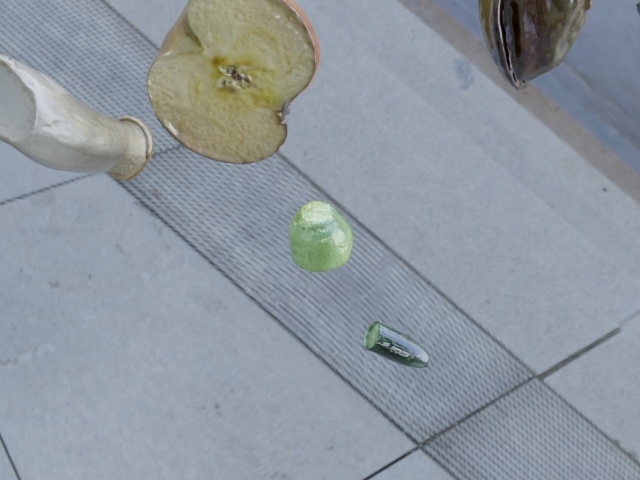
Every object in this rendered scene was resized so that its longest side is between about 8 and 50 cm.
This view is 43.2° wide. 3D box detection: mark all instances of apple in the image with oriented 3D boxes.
[{"bbox_3d":[-0.130,-0.291,1.332,0.251,0.293,0.163,33,26,-11],"label":"apple"}]

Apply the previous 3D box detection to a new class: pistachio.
[{"bbox_3d":[0.249,-0.270,0.941,0.131,0.210,0.165,28,52,30],"label":"pistachio"}]

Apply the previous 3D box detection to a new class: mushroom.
[{"bbox_3d":[-0.306,-0.132,0.969,0.247,0.096,0.108,23,28,-56],"label":"mushroom"}]

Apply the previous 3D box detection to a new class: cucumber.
[{"bbox_3d":[0.120,0.163,1.234,0.105,0.048,0.048,25,59,-8],"label":"cucumber"}]

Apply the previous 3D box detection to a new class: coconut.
[{"bbox_3d":[0.000,0.000,1.023,0.088,0.096,0.088,-9,40,7],"label":"coconut"}]

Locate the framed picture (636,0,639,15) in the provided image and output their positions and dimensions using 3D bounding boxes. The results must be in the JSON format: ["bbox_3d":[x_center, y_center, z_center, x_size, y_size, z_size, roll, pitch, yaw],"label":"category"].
[{"bbox_3d":[0.372,-0.105,0.575,0.260,0.189,0.023,62,18,0],"label":"framed picture"}]
